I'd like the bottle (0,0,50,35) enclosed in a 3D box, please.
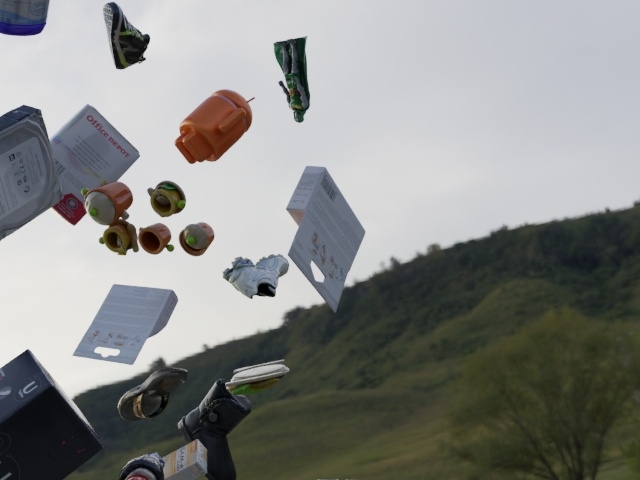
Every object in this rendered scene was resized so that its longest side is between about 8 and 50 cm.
[{"bbox_3d":[-0.583,-0.538,1.499,0.118,0.092,0.282,-10,-36,-37],"label":"bottle"}]

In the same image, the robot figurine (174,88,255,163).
[{"bbox_3d":[-0.252,-0.278,1.842,0.219,0.128,0.158,-49,-11,-27],"label":"robot figurine"}]

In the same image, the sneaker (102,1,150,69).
[{"bbox_3d":[-0.460,-0.496,1.836,0.097,0.084,0.234,-15,-14,-14],"label":"sneaker"}]

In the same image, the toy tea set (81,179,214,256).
[{"bbox_3d":[-0.418,-0.038,1.812,0.336,0.199,0.124,1,25,23],"label":"toy tea set"}]

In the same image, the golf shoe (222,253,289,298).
[{"bbox_3d":[-0.105,0.075,1.424,0.069,0.086,0.176,-49,-21,26],"label":"golf shoe"}]

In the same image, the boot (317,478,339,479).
[{"bbox_3d":[0.009,0.723,1.967,0.076,0.208,0.189,6,-10,11],"label":"boot"}]

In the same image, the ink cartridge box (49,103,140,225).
[{"bbox_3d":[-0.742,-0.228,2.334,0.226,0.306,0.131,48,-21,-24],"label":"ink cartridge box"}]

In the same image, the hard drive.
[{"bbox_3d":[-0.698,-0.109,1.600,0.064,0.339,0.236,18,-51,24],"label":"hard drive"}]

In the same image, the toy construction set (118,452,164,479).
[{"bbox_3d":[-0.242,0.460,0.977,0.237,0.309,0.257,-35,-65,-3],"label":"toy construction set"}]

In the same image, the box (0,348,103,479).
[{"bbox_3d":[-0.516,0.334,1.212,0.270,0.143,0.165,-38,-54,-19],"label":"box"}]

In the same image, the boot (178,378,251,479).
[{"bbox_3d":[-0.263,0.528,2.098,0.207,0.246,0.094,-46,-22,21],"label":"boot"}]

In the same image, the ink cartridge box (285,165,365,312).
[{"bbox_3d":[0.000,0.000,1.944,0.066,0.261,0.296,6,-30,31],"label":"ink cartridge box"}]

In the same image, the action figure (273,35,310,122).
[{"bbox_3d":[-0.074,-0.444,2.143,0.064,0.232,0.137,-21,15,-40],"label":"action figure"}]

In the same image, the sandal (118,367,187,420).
[{"bbox_3d":[-0.341,0.328,1.564,0.090,0.060,0.219,15,-41,-44],"label":"sandal"}]

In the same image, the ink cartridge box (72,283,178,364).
[{"bbox_3d":[-0.492,0.219,1.946,0.189,0.232,0.066,4,-36,22],"label":"ink cartridge box"}]

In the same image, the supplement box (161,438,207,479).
[{"bbox_3d":[-0.257,0.416,1.401,0.098,0.062,0.036,-30,-63,6],"label":"supplement box"}]

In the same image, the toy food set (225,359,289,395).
[{"bbox_3d":[-0.127,0.288,1.581,0.133,0.038,0.192,-11,-1,0],"label":"toy food set"}]
